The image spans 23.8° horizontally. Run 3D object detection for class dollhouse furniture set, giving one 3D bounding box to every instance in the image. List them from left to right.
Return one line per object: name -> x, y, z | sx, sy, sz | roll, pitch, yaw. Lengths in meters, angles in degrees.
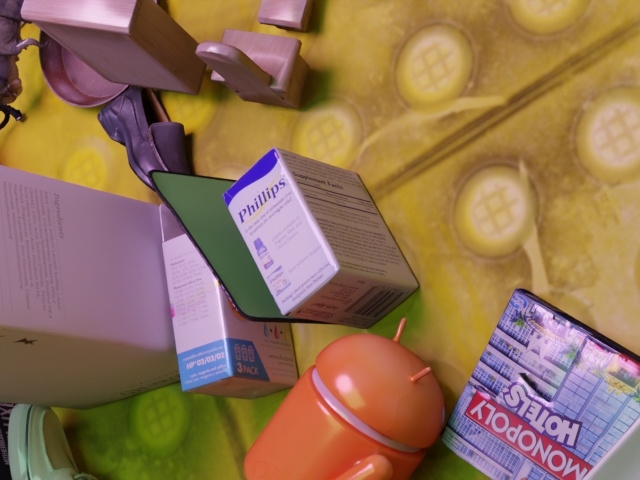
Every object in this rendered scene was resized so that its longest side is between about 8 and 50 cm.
dollhouse furniture set -> -0.133, -0.336, 1.447 | 0.303, 0.174, 0.355 | 12, 80, 21

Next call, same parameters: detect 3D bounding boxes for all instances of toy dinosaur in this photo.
toy dinosaur -> -0.315, -0.264, 1.564 | 0.064, 0.118, 0.268 | 39, 144, 51

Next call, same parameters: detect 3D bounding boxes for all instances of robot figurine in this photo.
robot figurine -> 0.021, 0.172, 1.290 | 0.128, 0.158, 0.219 | 40, 106, 19

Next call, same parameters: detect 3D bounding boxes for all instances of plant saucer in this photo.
plant saucer -> -0.229, -0.220, 1.604 | 0.168, 0.029, 0.168 | -8, 76, 33

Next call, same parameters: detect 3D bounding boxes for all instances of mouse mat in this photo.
mouse mat -> -0.063, 0.006, 1.368 | 0.007, 0.152, 0.190 | -52, 56, 24

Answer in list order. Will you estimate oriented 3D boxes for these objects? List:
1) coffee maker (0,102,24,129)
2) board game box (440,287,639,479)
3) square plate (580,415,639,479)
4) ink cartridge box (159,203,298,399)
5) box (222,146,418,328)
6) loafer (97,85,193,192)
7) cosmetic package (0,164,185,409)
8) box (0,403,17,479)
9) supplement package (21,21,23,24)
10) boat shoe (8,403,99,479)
coffee maker -> -0.362, -0.035, 1.605 | 0.171, 0.120, 0.178 | -50, 58, 16
board game box -> 0.184, 0.164, 1.221 | 0.194, 0.060, 0.194 | 32, 99, 35
square plate -> 0.365, 0.230, 1.067 | 0.347, 0.049, 0.344 | 45, 107, 24
ink cartridge box -> -0.086, 0.050, 1.404 | 0.061, 0.104, 0.181 | -20, 70, 30
box -> 0.000, 0.000, 1.341 | 0.072, 0.126, 0.137 | -40, 60, 24
loafer -> -0.161, -0.095, 1.514 | 0.061, 0.062, 0.170 | -48, 59, 12
cosmetic package -> -0.279, 0.049, 1.369 | 0.217, 0.385, 0.156 | -20, 69, 33
box -> -0.431, 0.288, 1.616 | 0.307, 0.076, 0.242 | -32, 65, 26
supplement package -> -0.414, -0.287, 1.681 | 0.244, 0.134, 0.139 | -42, 60, 22
boat shoe -> -0.244, 0.262, 1.500 | 0.076, 0.083, 0.226 | -18, 83, 20
